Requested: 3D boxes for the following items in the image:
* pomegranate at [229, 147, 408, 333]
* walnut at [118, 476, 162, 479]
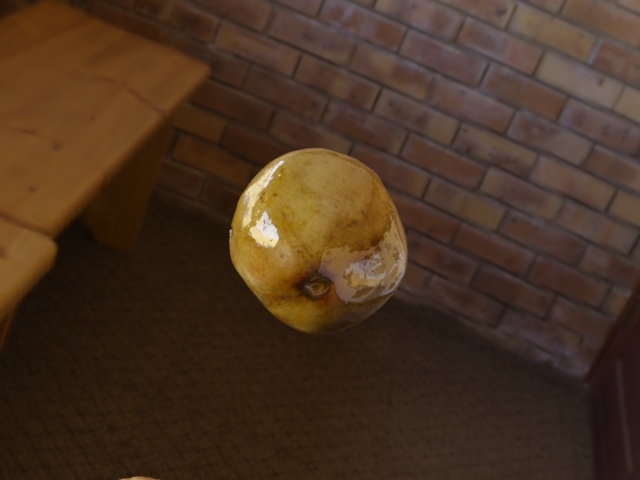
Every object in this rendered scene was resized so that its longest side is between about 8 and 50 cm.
[{"bbox_3d":[0.000,0.000,1.666,0.260,0.260,0.260,20,22,-8],"label":"pomegranate"},{"bbox_3d":[-0.177,0.352,1.217,0.193,0.193,0.226,5,42,-39],"label":"walnut"}]
